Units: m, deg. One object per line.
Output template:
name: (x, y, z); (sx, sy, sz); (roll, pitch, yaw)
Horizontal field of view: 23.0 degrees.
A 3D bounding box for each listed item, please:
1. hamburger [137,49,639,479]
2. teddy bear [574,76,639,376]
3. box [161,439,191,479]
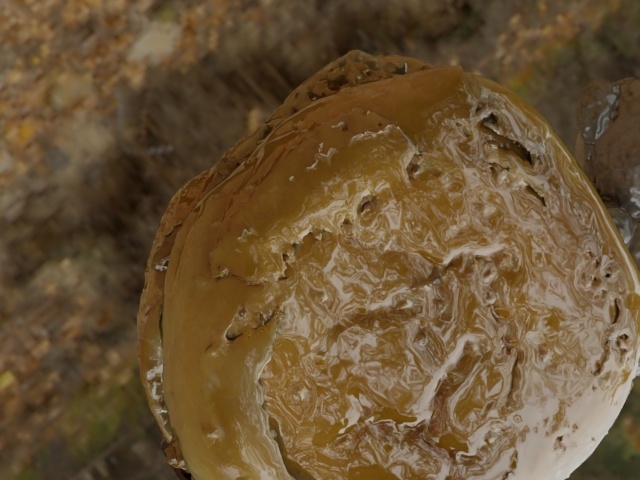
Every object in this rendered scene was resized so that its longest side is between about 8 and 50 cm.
hamburger: (0.027, 0.034, 0.645); (0.214, 0.213, 0.108); (-40, -158, -13)
teddy bear: (0.299, -0.011, 1.389); (0.236, 0.267, 0.151); (7, -178, -42)
box: (0.033, 0.319, 1.639); (0.116, 0.415, 0.264); (-37, 175, 24)
